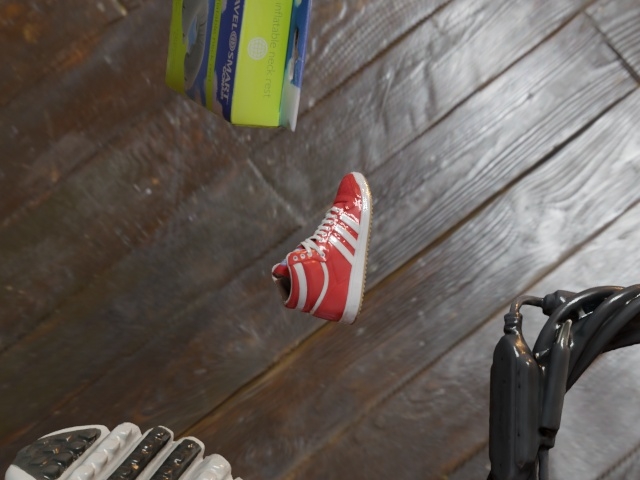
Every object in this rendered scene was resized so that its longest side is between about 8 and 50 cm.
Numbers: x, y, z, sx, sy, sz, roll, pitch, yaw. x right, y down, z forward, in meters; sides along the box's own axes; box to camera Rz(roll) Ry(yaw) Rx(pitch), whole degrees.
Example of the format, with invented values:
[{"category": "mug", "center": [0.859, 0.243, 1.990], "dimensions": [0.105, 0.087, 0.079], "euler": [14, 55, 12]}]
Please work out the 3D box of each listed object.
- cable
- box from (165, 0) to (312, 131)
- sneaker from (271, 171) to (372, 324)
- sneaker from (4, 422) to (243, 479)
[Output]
[{"category": "cable", "center": [0.151, 0.112, 0.584], "dimensions": [0.150, 0.047, 0.185], "euler": [3, 77, -9]}, {"category": "box", "center": [-0.063, -0.146, 0.895], "dimensions": [0.042, 0.178, 0.109], "euler": [1, 106, -25]}, {"category": "sneaker", "center": [0.000, 0.000, 0.931], "dimensions": [0.067, 0.042, 0.119], "euler": [10, 69, -15]}, {"category": "sneaker", "center": [-0.056, 0.197, 0.714], "dimensions": [0.292, 0.110, 0.118], "euler": [20, 117, 17]}]
